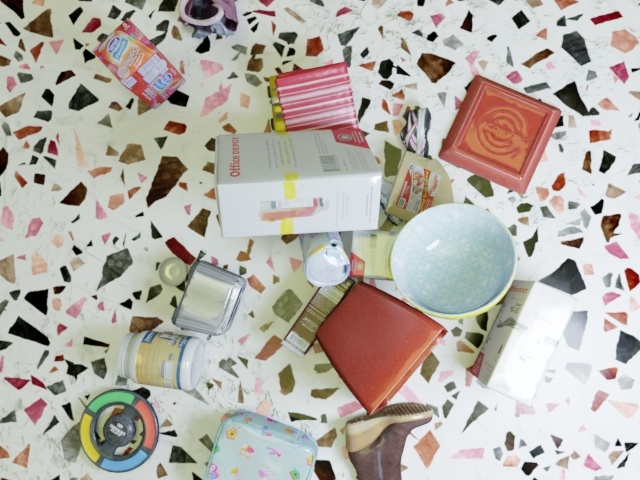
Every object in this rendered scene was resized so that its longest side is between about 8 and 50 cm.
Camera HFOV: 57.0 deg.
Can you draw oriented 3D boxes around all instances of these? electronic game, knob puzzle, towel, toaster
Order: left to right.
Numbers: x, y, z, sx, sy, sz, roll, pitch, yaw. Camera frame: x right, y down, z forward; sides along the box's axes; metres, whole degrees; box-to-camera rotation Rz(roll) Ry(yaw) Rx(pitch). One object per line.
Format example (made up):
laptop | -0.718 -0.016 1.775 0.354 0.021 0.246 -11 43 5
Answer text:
electronic game | -0.560 0.528 1.639 0.229 0.048 0.229 0 86 5
toaster | -0.295 0.153 1.601 0.146 0.129 0.227 20 86 2
towel | -0.001 -0.329 1.593 0.198 0.031 0.275 -13 111 -3
knob puzzle | 0.274 -0.128 1.584 0.213 0.030 0.213 -3 99 -23

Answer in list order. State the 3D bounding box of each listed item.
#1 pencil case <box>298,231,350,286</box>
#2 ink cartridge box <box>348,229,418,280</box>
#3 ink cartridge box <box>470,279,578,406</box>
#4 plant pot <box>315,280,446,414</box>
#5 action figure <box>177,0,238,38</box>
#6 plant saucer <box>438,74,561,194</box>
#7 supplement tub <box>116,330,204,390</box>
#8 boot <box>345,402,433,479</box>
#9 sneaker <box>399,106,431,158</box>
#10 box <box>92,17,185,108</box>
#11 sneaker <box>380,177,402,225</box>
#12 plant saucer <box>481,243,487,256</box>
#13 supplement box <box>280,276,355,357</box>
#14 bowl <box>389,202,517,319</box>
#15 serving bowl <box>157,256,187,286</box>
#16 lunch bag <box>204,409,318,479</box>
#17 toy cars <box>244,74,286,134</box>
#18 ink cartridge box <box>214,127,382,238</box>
pencil case | 0.000 0.000 1.512 0.113 0.273 0.124 -5 121 -5
ink cartridge box | 0.170 0.042 1.564 0.176 0.127 0.128 6 86 6
ink cartridge box | 0.505 0.246 1.483 0.117 0.207 0.283 25 88 4
plant pot | 0.145 0.251 1.501 0.235 0.267 0.267 41 91 17
action figure | -0.317 -0.748 1.597 0.248 0.276 0.370 7 101 11
plant saucer | 0.490 -0.293 1.598 0.258 0.048 0.259 25 88 6
supplement tub | -0.429 0.321 1.592 0.199 0.144 0.144 7 87 5
boot | 0.196 0.553 1.568 0.248 0.090 0.207 -14 97 3
sneaker | 0.254 -0.274 1.617 0.077 0.072 0.178 8 89 28
box | -0.479 -0.467 1.588 0.128 0.257 0.123 -42 86 1
sneaker | 0.186 -0.138 1.611 0.083 0.071 0.191 -34 93 -4
plant saucer | 0.448 0.023 1.539 0.029 0.168 0.169 -19 84 37
supplement box | -0.003 0.189 1.570 0.073 0.130 0.239 35 89 7
bowl | 0.323 0.070 1.427 0.289 0.156 0.290 -7 64 14
serving bowl | -0.414 0.088 1.663 0.083 0.027 0.083 0 86 5
lunch bag | -0.161 0.593 1.570 0.279 0.108 0.224 17 93 7
toy cars | -0.157 -0.295 1.634 0.176 0.087 0.394 34 90 6
ink cartridge box | -0.065 -0.151 1.478 0.384 0.279 0.160 -3 124 -6
